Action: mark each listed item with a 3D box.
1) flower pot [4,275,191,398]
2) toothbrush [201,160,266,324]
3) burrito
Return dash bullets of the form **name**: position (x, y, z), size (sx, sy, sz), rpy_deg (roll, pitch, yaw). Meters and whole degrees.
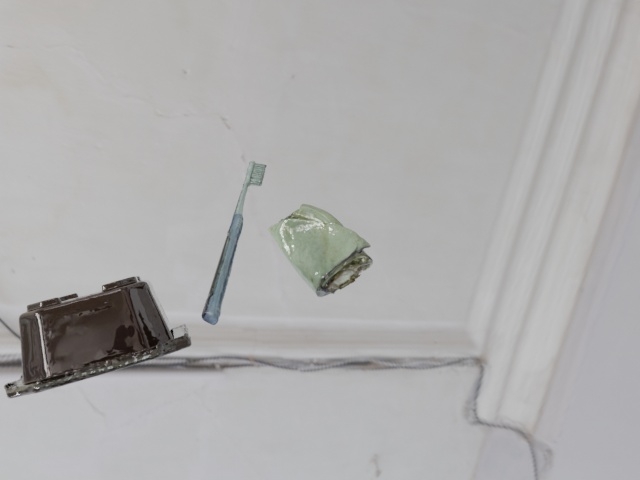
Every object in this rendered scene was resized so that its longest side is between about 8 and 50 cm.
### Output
- **flower pot**: position (-0.232, 0.089, 0.884), size (0.178, 0.251, 0.084), rpy_deg (-15, -91, -10)
- **toothbrush**: position (-0.080, -0.006, 0.809), size (0.019, 0.219, 0.016), rpy_deg (9, -46, 3)
- **burrito**: position (-0.002, 0.003, 0.877), size (0.074, 0.118, 0.044), rpy_deg (-44, -41, 2)
